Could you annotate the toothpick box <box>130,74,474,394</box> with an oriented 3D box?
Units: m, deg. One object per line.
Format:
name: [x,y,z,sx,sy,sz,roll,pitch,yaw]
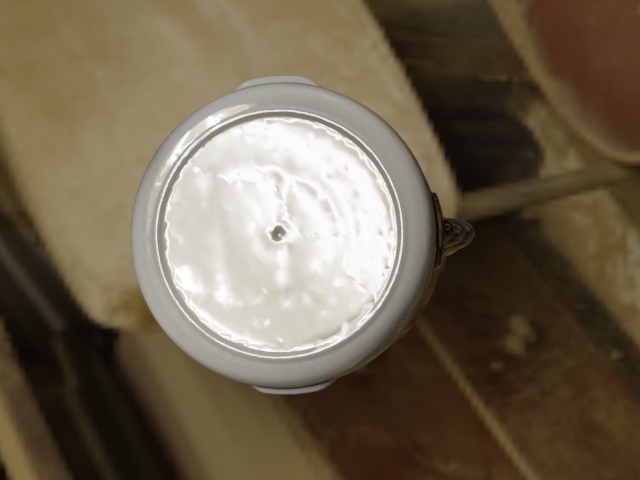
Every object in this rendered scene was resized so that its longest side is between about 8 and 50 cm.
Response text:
toothpick box: [0.000,0.000,1.381,0.316,0.229,0.229,17,-111,-83]
